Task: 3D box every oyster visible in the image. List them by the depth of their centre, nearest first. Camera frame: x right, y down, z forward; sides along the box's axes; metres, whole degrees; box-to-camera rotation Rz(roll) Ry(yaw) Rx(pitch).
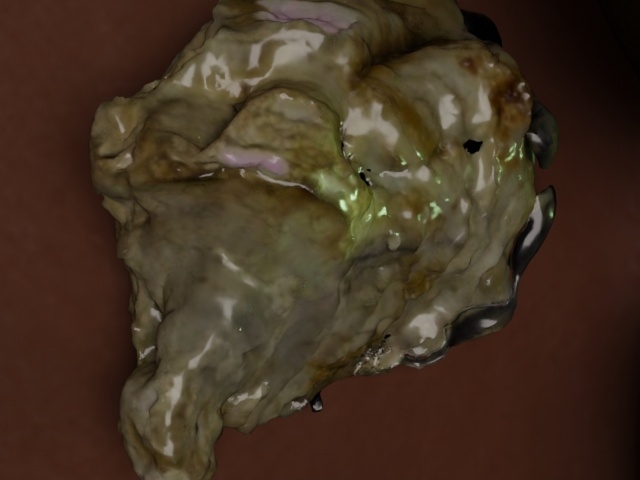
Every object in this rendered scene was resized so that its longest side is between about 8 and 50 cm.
[{"bbox_3d":[0.000,0.000,0.397,0.163,0.081,0.191,19,92,-18],"label":"oyster"}]

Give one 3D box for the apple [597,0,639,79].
[{"bbox_3d":[0.185,-0.115,0.347,0.257,0.257,0.234,-1,108,-13],"label":"apple"}]
